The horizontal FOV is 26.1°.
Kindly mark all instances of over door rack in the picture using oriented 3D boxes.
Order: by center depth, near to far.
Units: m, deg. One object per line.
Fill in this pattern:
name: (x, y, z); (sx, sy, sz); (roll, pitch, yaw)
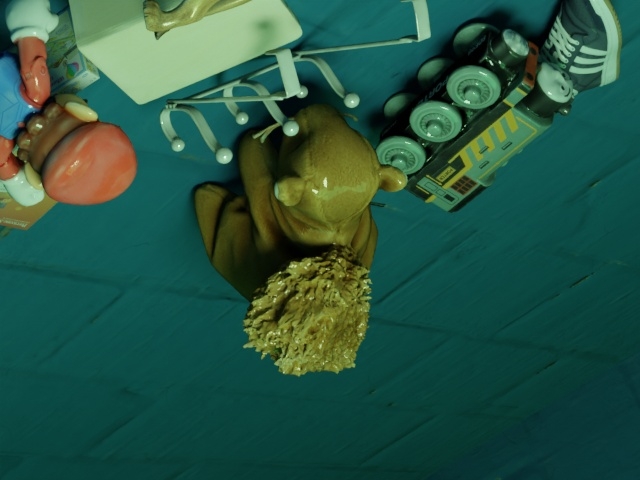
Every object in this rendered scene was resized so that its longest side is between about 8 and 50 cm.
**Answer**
over door rack: (-0.032, -0.192, 1.756); (0.239, 0.108, 0.324); (-27, -173, -33)

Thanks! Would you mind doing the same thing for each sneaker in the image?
sneaker: (0.353, -0.283, 2.023); (0.153, 0.099, 0.282); (-23, 156, 4)

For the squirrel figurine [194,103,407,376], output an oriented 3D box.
squirrel figurine: (0.000, 0.000, 1.998); (0.281, 0.397, 0.370); (-1, 161, -18)

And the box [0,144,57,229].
box: (-0.414, -0.103, 1.883); (0.130, 0.091, 0.170); (12, 140, -46)

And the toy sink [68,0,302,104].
toy sink: (-0.163, -0.289, 1.654); (0.234, 0.131, 0.153); (-21, 153, 14)

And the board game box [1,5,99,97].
board game box: (-0.351, -0.208, 1.713); (0.154, 0.103, 0.026); (-29, 151, 20)

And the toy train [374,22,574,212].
toy train: (0.220, -0.178, 2.037); (0.190, 0.142, 0.334); (30, 135, -19)

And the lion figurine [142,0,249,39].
lion figurine: (-0.088, -0.387, 1.441); (0.240, 0.142, 0.392); (-9, 135, -8)

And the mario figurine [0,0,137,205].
mario figurine: (-0.352, -0.167, 1.635); (0.170, 0.320, 0.198); (-55, -172, -26)
